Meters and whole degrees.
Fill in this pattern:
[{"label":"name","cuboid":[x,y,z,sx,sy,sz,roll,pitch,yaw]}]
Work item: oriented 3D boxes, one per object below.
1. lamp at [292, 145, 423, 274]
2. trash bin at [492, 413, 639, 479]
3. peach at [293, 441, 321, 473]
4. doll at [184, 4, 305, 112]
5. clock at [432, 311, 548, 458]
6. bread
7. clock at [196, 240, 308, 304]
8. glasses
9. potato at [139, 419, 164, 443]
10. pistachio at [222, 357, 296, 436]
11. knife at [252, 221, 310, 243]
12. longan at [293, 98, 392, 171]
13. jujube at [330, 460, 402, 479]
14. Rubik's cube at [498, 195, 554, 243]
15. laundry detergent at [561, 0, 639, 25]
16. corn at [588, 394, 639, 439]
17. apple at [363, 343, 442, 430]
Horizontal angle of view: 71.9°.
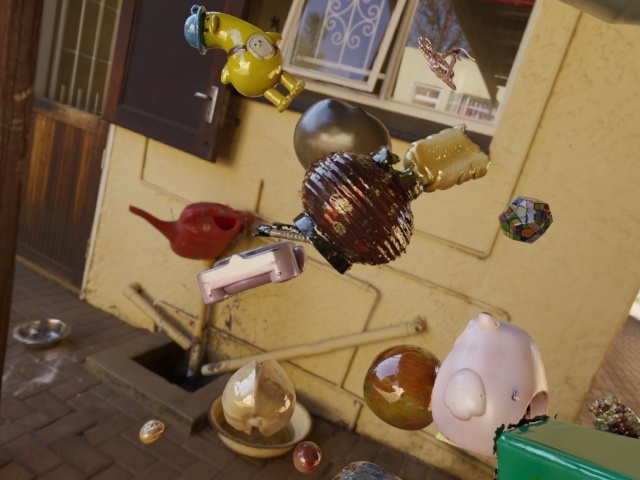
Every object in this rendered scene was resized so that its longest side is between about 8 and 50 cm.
[{"label":"lamp","cuboid":[0.072,-0.060,0.814,0.246,0.247,0.247,15,13,-3]},{"label":"trash bin","cuboid":[0.488,0.418,0.667,0.294,0.260,0.381,2,-2,-29]},{"label":"peach","cuboid":[-0.036,0.604,1.230,0.082,0.083,0.083,15,13,-3]},{"label":"doll","cuboid":[-0.202,-0.497,1.171,0.363,0.199,0.145,42,-8,0]},{"label":"clock","cuboid":[0.503,0.416,1.262,0.250,0.377,0.368,6,-15,44]},{"label":"bread","cuboid":[0.251,-0.161,0.883,0.177,0.120,0.084,-19,-19,-5]},{"label":"clock","cuboid":[-0.183,0.086,1.331,0.295,0.114,0.322,-18,-2,12]},{"label":"glasses","cuboid":[0.352,-0.533,1.268,0.162,0.095,0.256,31,35,-13]},{"label":"potato","cuboid":[-0.492,0.556,1.281,0.068,0.083,0.062,-13,57,-43]},{"label":"pistachio","cuboid":[-0.183,0.466,1.337,0.229,0.230,0.309,16,-2,0]},{"label":"knife","cuboid":[0.000,-0.006,1.117,0.364,0.043,0.089,10,14,12]},{"label":"longan","cuboid":[0.074,-0.316,1.458,0.349,0.289,0.288,20,13,26]},{"label":"jujube","cuboid":[0.152,0.808,1.321,0.307,0.247,0.215,22,43,5]},{"label":"Rubik's cube","cuboid":[0.450,-0.047,0.971,0.111,0.093,0.111,11,17,-3]},{"label":"laundry detergent","cuboid":[0.230,-0.318,0.441,0.397,0.125,0.263,42,36,22]},{"label":"corn","cuboid":[0.636,0.441,0.863,0.098,0.098,0.290,-3,56,-55]},{"label":"apple","cuboid":[0.338,0.588,1.793,0.339,0.340,0.339,15,13,-3]}]
